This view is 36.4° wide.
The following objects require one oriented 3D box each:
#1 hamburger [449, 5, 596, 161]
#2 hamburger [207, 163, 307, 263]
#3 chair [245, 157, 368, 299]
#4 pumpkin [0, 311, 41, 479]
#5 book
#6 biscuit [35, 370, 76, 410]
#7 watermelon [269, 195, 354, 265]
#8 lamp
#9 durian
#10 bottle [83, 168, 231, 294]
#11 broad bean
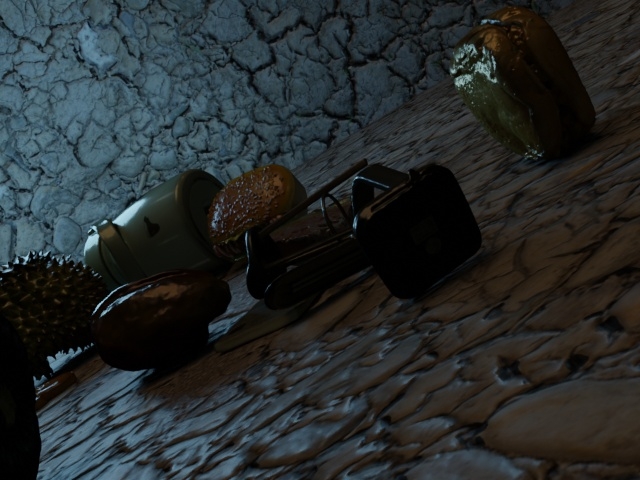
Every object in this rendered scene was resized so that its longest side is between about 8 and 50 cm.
[{"bbox_3d":[0.250,-0.195,1.233,0.108,0.213,0.214,-33,9,-1],"label":"hamburger"},{"bbox_3d":[-0.120,-0.050,1.814,0.210,0.172,0.116,-23,-26,37],"label":"hamburger"},{"bbox_3d":[-0.012,-0.012,1.279,0.222,0.095,0.104,-30,-13,18],"label":"chair"},{"bbox_3d":[-0.425,0.193,0.988,0.239,0.315,0.315,-5,8,-3],"label":"pumpkin"},{"bbox_3d":[-0.046,0.078,1.281,0.138,0.016,0.198,-26,10,29],"label":"book"},{"bbox_3d":[-0.485,0.268,1.673,0.140,0.023,0.118,-31,8,-7],"label":"biscuit"},{"bbox_3d":[0.000,0.000,1.425,0.187,0.071,0.139,-25,13,-19],"label":"watermelon"},{"bbox_3d":[0.034,0.007,1.063,0.203,0.124,0.283,-36,9,-11],"label":"lamp"},{"bbox_3d":[-0.540,0.141,1.915,0.258,0.258,0.293,-37,-1,-35],"label":"durian"},{"bbox_3d":[-0.354,0.011,2.009,0.352,0.229,0.229,-23,11,26],"label":"bottle"},{"bbox_3d":[-0.221,0.112,1.349,0.229,0.122,0.156,-19,-12,29],"label":"broad bean"}]
